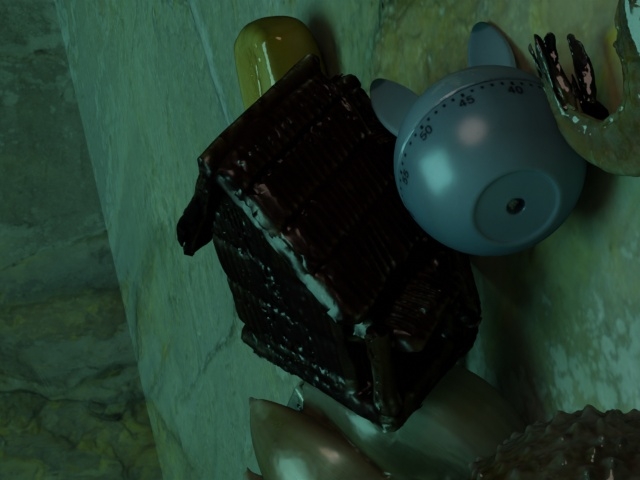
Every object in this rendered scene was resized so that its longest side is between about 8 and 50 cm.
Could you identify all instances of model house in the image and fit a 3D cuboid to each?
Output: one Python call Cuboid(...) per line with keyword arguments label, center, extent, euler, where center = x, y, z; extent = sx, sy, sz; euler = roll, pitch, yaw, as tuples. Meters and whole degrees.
Cuboid(label="model house", center=(0.028, -0.038, 1.398), extent=(0.297, 0.317, 0.282), euler=(8, 129, 40))

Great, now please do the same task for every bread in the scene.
Cuboid(label="bread", center=(-0.038, -0.170, 1.830), extent=(0.147, 0.098, 0.217), euler=(-155, 54, -68))

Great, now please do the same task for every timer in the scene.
Cuboid(label="timer", center=(0.137, -0.078, 1.269), extent=(0.255, 0.175, 0.175), euler=(-101, 6, -75))

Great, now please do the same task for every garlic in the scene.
Cuboid(label="garlic", center=(0.076, 0.243, 1.436), extent=(0.325, 0.279, 0.132), euler=(42, -166, -3))

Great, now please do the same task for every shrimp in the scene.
Cuboid(label="shrimp", center=(0.216, -0.157, 1.098), extent=(0.152, 0.046, 0.219), euler=(20, 118, 57))

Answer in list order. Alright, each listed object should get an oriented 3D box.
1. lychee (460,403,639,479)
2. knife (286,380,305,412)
Cuboid(label="lychee", center=(0.191, 0.264, 1.044), extent=(0.300, 0.300, 0.300), euler=(170, 90, -73))
Cuboid(label="knife", center=(-0.032, 0.286, 2.182), extent=(0.073, 0.040, 0.265), euler=(59, 155, 24))
